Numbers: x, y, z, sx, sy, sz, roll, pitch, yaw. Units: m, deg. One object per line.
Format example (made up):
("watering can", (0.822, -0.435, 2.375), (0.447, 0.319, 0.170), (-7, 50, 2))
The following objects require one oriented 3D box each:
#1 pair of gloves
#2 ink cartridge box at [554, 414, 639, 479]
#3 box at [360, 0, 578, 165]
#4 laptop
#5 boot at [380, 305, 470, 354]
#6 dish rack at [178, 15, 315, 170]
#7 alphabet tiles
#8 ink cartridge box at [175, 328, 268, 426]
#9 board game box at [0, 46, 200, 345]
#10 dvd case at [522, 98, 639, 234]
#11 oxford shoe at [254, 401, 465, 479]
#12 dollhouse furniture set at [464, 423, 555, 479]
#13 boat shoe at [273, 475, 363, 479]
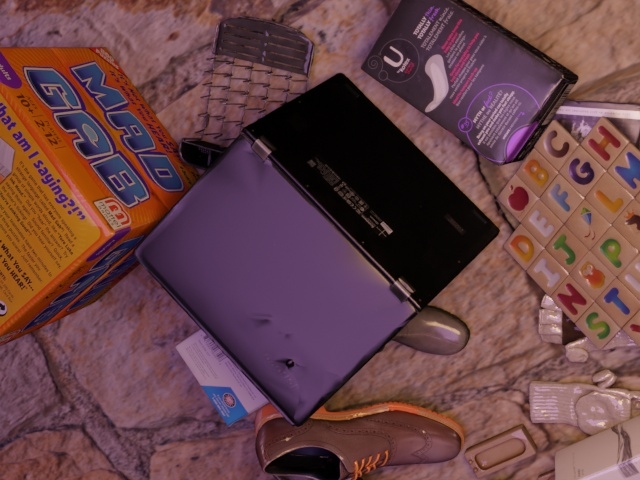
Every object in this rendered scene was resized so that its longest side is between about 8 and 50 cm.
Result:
("pair of gloves", (0.444, 0.206, 1.501), (0.204, 0.042, 0.240), (8, 105, 18))
("ink cartridge box", (0.534, 0.379, 1.443), (0.283, 0.117, 0.207), (-30, 103, 23))
("box", (0.228, -0.255, 1.419), (0.270, 0.143, 0.165), (38, 111, 14))
("laptop", (0.000, 0.000, 1.490), (0.382, 0.408, 0.236), (46, 138, 6))
("boot", (0.115, 0.155, 1.543), (0.247, 0.161, 0.083), (17, 109, 13))
("dish rack", (-0.120, -0.242, 1.598), (0.208, 0.074, 0.271), (16, 106, 16))
("alphabet tiles", (0.421, -0.005, 1.395), (0.342, 0.011, 0.285), (51, 135, 23))
("ink cartridge box", (-0.090, 0.175, 1.622), (0.233, 0.168, 0.171), (-33, 89, 23))
("board game box", (-0.477, -0.083, 1.610), (0.356, 0.356, 0.356), (-38, 87, 23))
("dvd case", (0.408, -0.109, 1.459), (0.165, 0.018, 0.221), (7, 105, 20))
("oxford shoe", (0.070, 0.359, 1.574), (0.364, 0.132, 0.129), (1, 124, -4))
("dollhouse furniture set", (0.328, 0.407, 1.542), (0.144, 0.123, 0.151), (-31, 90, 23))
("boat shoe", (0.047, 0.460, 1.672), (0.307, 0.104, 0.110), (45, 104, 8))
